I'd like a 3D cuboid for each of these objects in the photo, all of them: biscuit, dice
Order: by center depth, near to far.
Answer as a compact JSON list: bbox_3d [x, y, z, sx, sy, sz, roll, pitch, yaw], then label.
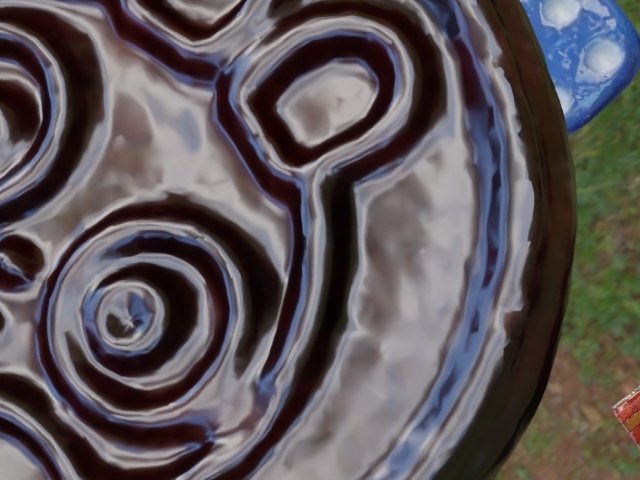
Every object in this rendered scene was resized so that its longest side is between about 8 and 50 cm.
[{"bbox_3d":[-0.095,-0.010,0.692,0.407,0.091,0.407,-3,79,15],"label":"biscuit"},{"bbox_3d":[0.191,-0.182,1.439,0.146,0.143,0.146,-41,114,10],"label":"dice"}]

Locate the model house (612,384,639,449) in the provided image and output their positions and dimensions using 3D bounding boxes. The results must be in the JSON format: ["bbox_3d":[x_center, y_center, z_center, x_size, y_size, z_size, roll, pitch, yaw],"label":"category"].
[{"bbox_3d":[0.291,0.105,0.919,0.294,0.207,0.154,-41,102,12],"label":"model house"}]
